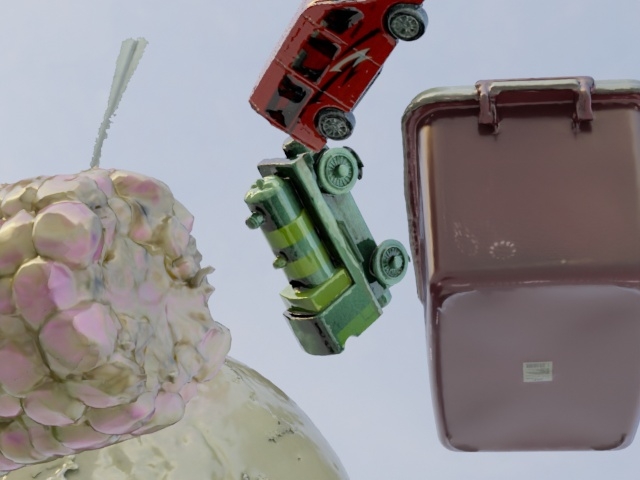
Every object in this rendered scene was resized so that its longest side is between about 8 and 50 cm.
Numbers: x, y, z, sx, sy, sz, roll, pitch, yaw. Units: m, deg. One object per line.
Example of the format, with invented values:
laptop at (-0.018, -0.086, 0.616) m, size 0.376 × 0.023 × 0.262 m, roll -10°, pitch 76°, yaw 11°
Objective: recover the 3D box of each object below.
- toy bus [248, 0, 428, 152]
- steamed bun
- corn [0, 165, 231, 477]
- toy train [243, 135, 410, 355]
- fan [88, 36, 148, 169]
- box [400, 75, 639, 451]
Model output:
toy bus at (0.021, -0.164, 1.088) m, size 0.089 × 0.081 × 0.195 m, roll 29°, pitch -45°, yaw -9°
steamed bun at (-0.125, 0.193, 0.928) m, size 0.334 × 0.312 × 0.233 m, roll 26°, pitch -51°, yaw 4°
corn at (-0.175, 0.046, 0.517) m, size 0.335 × 0.126 × 0.126 m, roll -20°, pitch -84°, yaw 38°
toy train at (-0.001, 0.000, 1.303) m, size 0.083 × 0.132 × 0.200 m, roll -3°, pitch -57°, yaw 53°
fan at (-0.259, -0.036, 1.479) m, size 0.012 × 0.233 × 0.414 m, roll 41°, pitch -55°, yaw 31°
box at (0.158, 0.032, 1.006) m, size 0.193 × 0.167 × 0.294 m, roll 0°, pitch -37°, yaw 7°
